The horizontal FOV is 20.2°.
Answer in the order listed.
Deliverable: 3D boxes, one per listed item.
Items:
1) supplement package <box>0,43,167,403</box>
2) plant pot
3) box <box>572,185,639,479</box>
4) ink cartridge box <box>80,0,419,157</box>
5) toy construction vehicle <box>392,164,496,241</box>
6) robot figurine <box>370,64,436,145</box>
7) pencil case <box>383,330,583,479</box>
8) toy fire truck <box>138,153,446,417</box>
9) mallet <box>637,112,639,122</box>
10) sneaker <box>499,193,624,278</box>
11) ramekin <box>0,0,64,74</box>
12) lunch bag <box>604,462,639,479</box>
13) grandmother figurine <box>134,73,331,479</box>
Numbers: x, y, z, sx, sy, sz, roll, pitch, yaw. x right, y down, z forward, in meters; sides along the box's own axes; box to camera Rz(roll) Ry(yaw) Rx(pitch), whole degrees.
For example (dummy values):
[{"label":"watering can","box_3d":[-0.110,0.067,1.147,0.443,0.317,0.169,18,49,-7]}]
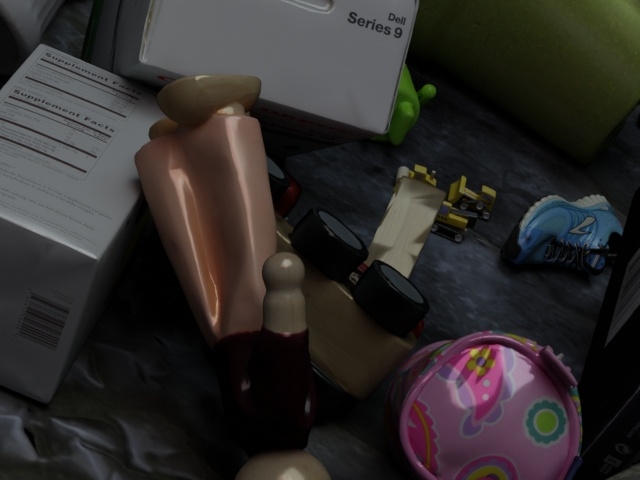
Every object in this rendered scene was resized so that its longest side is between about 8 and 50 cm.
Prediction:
[{"label":"supplement package","box_3d":[-0.203,-0.020,1.325,0.133,0.139,0.244,23,32,0]},{"label":"plant pot","box_3d":[0.239,-0.224,1.844,0.254,0.276,0.276,43,35,6]},{"label":"box","box_3d":[0.392,0.092,1.440,0.312,0.179,0.343,24,52,-2]},{"label":"ink cartridge box","box_3d":[-0.071,-0.158,1.492,0.211,0.122,0.289,15,-5,-16]},{"label":"toy construction vehicle","box_3d":[0.116,-0.042,1.671,0.098,0.035,0.086,24,32,-2]},{"label":"robot figurine","box_3d":[0.058,-0.141,1.745,0.101,0.067,0.115,11,34,-18]},{"label":"pencil case","box_3d":[0.107,0.122,1.224,0.124,0.124,0.284,26,-5,2]},{"label":"toy fire truck","box_3d":[0.000,0.000,1.444,0.217,0.158,0.246,41,12,2]},{"label":"mallet","box_3d":[0.416,-0.172,2.036,0.039,0.062,0.189,35,33,18]},{"label":"sneaker","box_3d":[0.235,0.000,1.667,0.162,0.063,0.073,-11,50,-43]},{"label":"ramekin","box_3d":[-0.313,-0.274,1.474,0.277,0.277,0.135,32,74,11]},{"label":"lunch bag","box_3d":[0.193,0.252,1.090,0.305,0.256,0.212,-16,50,-47]},{"label":"grandmother figurine","box_3d":[-0.048,0.070,1.230,0.104,0.208,0.342,-12,75,-5]}]
